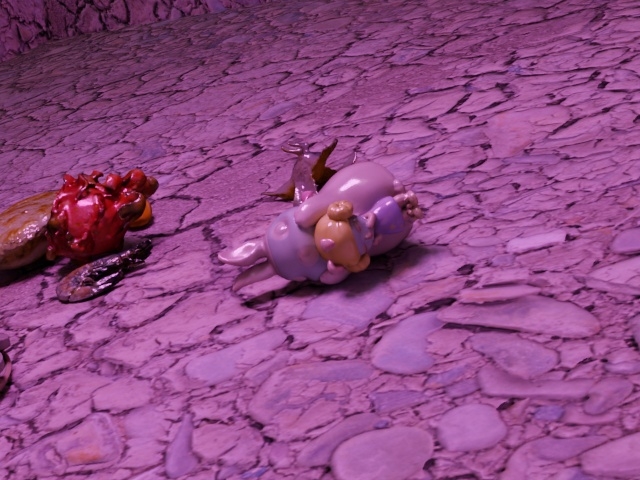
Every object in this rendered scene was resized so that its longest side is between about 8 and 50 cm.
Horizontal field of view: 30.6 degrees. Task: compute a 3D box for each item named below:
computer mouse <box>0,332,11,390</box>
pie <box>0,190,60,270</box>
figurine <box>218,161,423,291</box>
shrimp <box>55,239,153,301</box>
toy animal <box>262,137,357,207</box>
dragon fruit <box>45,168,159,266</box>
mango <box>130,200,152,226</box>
[{"bbox_3d":[-0.509,0.179,1.488,0.236,0.082,0.145,-19,20,0],"label":"computer mouse"},{"bbox_3d":[-0.482,-0.015,1.947,0.201,0.090,0.248,-12,20,27],"label":"pie"},{"bbox_3d":[0.000,0.000,1.492,0.235,0.127,0.155,-30,33,-18],"label":"figurine"},{"bbox_3d":[-0.316,0.052,1.740,0.161,0.034,0.091,-26,33,-5],"label":"shrimp"},{"bbox_3d":[-0.029,-0.112,1.832,0.155,0.095,0.219,-2,24,26],"label":"toy animal"},{"bbox_3d":[-0.347,-0.046,1.828,0.207,0.150,0.133,-30,13,1],"label":"dragon fruit"},{"bbox_3d":[-0.309,-0.048,1.960,0.060,0.046,0.089,-24,26,-20],"label":"mango"}]
